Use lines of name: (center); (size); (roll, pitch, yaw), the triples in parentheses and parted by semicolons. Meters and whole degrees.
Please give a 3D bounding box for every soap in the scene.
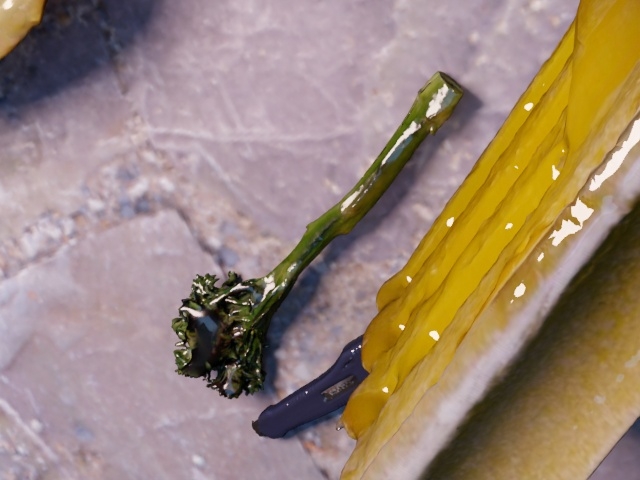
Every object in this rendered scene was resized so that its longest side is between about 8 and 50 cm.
soap: (0.129, -0.008, 0.611); (0.143, 0.259, 0.281); (33, 116, -4)

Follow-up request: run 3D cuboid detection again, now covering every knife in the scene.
knife: (0.000, 0.096, 0.807); (0.121, 0.018, 0.031); (-34, 103, 23)

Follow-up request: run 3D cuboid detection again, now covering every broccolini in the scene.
broccolini: (-0.004, -0.005, 0.775); (0.254, 0.071, 0.057); (-49, 49, 17)

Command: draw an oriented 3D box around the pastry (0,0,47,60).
pastry: (-0.259, -0.207, 0.708); (0.256, 0.170, 0.237); (-35, 117, 14)
